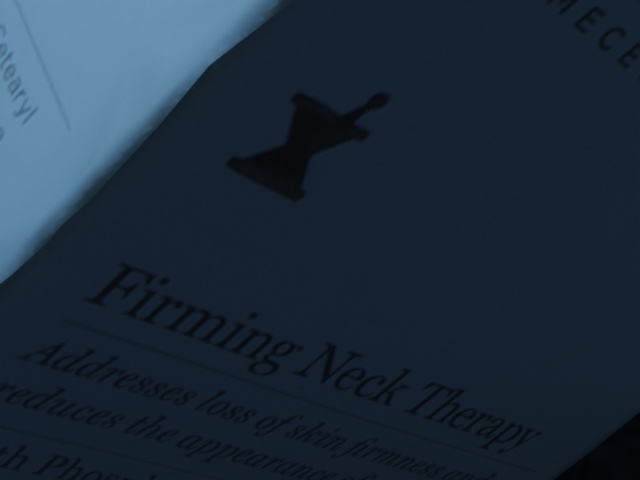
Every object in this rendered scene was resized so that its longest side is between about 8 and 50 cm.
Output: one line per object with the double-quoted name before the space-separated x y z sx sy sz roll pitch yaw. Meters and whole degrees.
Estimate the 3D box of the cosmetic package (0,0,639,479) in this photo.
"cosmetic package" -0.021 -0.079 0.577 0.394 0.329 0.327 -43 50 20
